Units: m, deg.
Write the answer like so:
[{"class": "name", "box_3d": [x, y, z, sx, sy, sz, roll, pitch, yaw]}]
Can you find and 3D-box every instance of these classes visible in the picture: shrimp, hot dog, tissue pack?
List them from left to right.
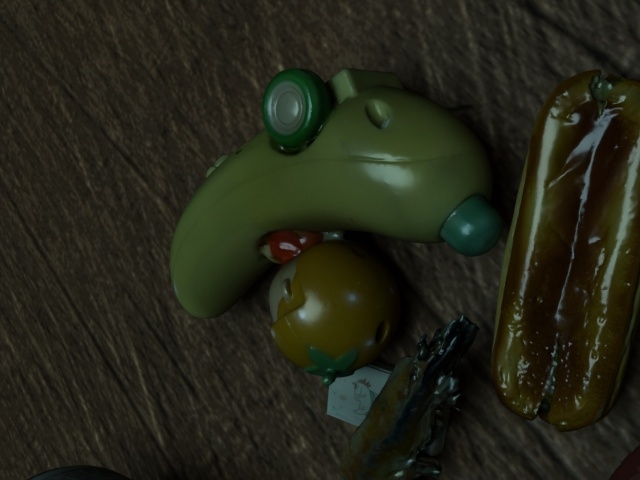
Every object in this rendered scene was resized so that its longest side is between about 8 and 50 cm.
[{"class": "tissue pack", "box_3d": [0.054, 0.131, 0.837, 0.108, 0.023, 0.056, 14, 102, 38]}, {"class": "shrimp", "box_3d": [0.095, 0.162, 0.765, 0.152, 0.046, 0.219, 33, 123, 21]}, {"class": "hot dog", "box_3d": [0.177, 0.010, 0.706, 0.100, 0.068, 0.250, 16, 103, 28]}]

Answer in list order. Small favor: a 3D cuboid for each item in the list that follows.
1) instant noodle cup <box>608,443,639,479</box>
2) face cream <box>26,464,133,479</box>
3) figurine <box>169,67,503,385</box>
[{"class": "instant noodle cup", "box_3d": [0.294, 0.219, 0.597, 0.274, 0.090, 0.274, 1, 92, 40]}, {"class": "face cream", "box_3d": [-0.175, 0.340, 0.888, 0.225, 0.249, 0.249, 16, 100, 44]}, {"class": "figurine", "box_3d": [0.000, 0.000, 0.824, 0.324, 0.124, 0.222, -32, 74, 39]}]
